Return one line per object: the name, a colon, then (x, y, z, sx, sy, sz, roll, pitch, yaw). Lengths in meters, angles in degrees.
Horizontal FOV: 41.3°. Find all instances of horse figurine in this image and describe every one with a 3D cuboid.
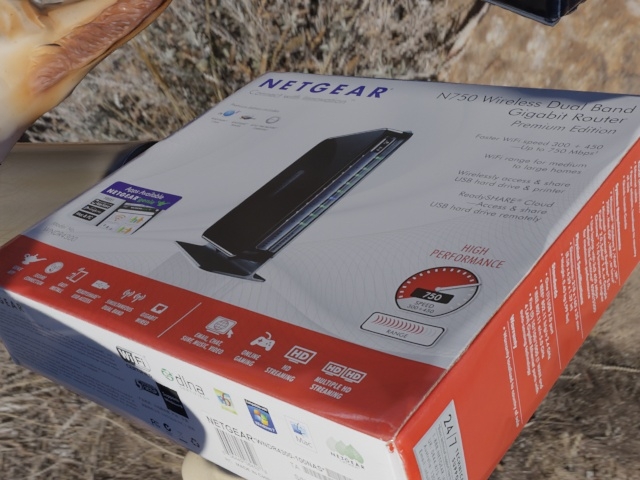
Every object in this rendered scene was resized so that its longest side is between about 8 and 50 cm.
horse figurine: (-0.178, -0.055, 0.356, 0.175, 0.066, 0.263, 8, 42, 29)

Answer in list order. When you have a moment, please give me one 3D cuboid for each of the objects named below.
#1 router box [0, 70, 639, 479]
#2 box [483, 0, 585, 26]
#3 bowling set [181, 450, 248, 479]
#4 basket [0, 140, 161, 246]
router box: (0.000, 0.000, 0.534, 0.336, 0.082, 0.301, 12, 41, 39)
box: (0.246, -0.564, 1.055, 0.472, 0.297, 0.480, -38, 50, -23)
bowling set: (-0.042, 0.340, 0.828, 0.154, 0.200, 0.286, -4, 66, 8)
basket: (-0.240, -0.027, 0.902, 0.227, 0.154, 0.204, -8, 115, 38)
